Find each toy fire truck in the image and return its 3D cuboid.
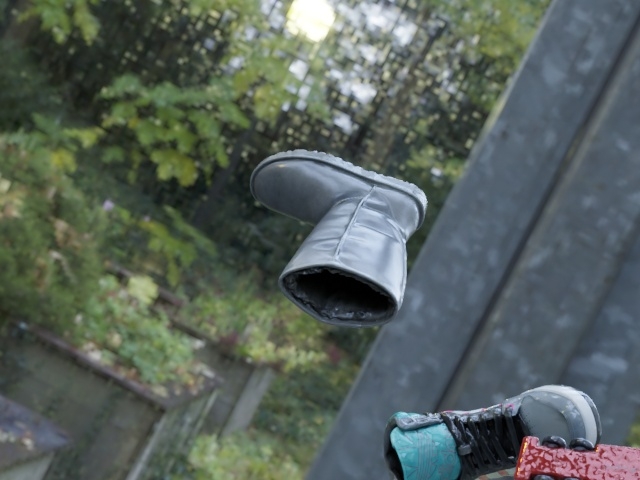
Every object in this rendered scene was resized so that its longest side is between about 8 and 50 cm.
[{"bbox_3d":[0.225,0.225,1.061,0.192,0.047,0.135,3,-39,25],"label":"toy fire truck"}]

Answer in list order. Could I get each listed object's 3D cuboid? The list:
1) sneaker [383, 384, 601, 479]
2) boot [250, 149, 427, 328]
[{"bbox_3d":[0.175,0.245,1.453,0.178,0.123,0.295,-10,-11,-36],"label":"sneaker"},{"bbox_3d":[-0.001,-0.002,1.096,0.190,0.076,0.208,9,33,14],"label":"boot"}]
